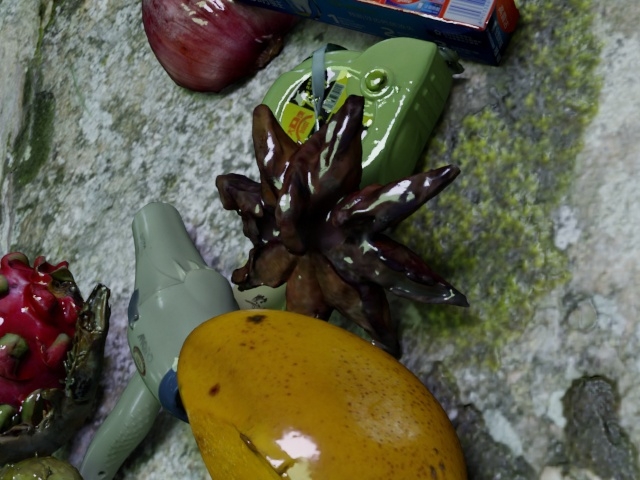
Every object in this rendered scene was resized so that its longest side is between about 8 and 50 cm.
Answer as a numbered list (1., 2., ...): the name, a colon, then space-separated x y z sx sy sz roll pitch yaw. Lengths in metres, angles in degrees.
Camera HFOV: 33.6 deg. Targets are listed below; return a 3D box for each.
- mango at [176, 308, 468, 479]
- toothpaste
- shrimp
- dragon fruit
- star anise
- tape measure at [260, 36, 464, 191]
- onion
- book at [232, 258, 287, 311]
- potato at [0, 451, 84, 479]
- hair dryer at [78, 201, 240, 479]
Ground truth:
1. mango: 0.002 0.159 0.844 0.290 0.191 0.160 44 133 27
2. toothpaste: 0.035 -0.252 1.058 0.320 0.076 0.066 20 80 24
3. shrimp: -0.265 0.134 1.003 0.035 0.147 0.195 31 111 32
4. dragon fruit: -0.332 0.148 1.124 0.198 0.273 0.218 -7 38 -12
5. star anise: 0.000 0.000 0.921 0.271 0.102 0.272 10 110 29
6. tape measure: 0.025 -0.103 1.030 0.175 0.106 0.200 16 80 26
7. onion: -0.142 -0.315 1.257 0.227 0.120 0.283 -46 48 2
8. book: -0.065 0.075 1.063 0.077 0.014 0.111 9 74 40
9. potato: -0.306 0.289 1.044 0.225 0.117 0.090 -51 53 36
10. hair dryer: -0.182 0.097 1.090 0.298 0.119 0.296 -42 38 37
